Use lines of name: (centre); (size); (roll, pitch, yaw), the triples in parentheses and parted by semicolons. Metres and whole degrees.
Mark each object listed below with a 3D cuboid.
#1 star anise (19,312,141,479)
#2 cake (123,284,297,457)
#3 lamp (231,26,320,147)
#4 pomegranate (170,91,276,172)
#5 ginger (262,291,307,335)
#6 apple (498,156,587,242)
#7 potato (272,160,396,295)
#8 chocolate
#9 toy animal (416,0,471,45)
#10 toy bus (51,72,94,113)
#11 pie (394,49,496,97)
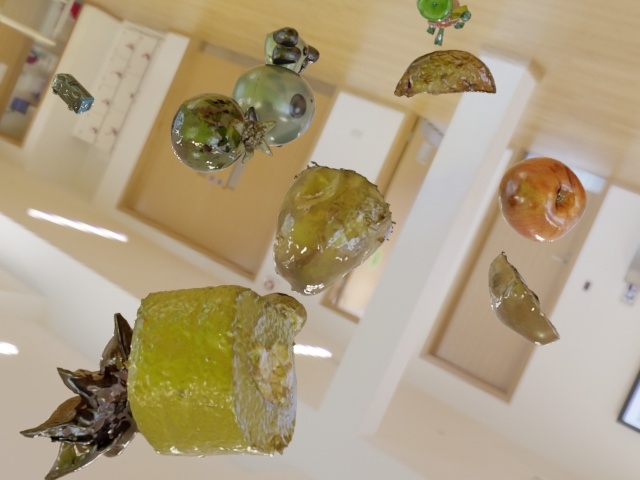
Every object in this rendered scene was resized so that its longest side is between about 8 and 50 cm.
star anise: (-0.253, 0.212, 1.052); (0.103, 0.272, 0.272); (30, -176, 23)
cake: (-0.113, 0.161, 0.940); (0.156, 0.179, 0.260); (-4, 160, 17)
lamp: (-0.091, -0.324, 1.748); (0.198, 0.243, 0.198); (18, 179, 0)
pomegranate: (-0.177, -0.177, 1.395); (0.169, 0.148, 0.148); (32, -174, 33)
ginger: (-0.109, 0.166, 1.667); (0.109, 0.116, 0.263); (44, 151, -14)
apple: (0.530, -0.097, 1.936); (0.209, 0.209, 0.164); (23, 168, -29)
potato: (0.000, 0.000, 1.904); (0.301, 0.237, 0.288); (20, 149, 25)
chocolate: (0.372, 0.119, 1.558); (0.161, 0.083, 0.261); (54, -168, -6)
toy animal: (0.250, -0.448, 1.617); (0.103, 0.100, 0.208); (27, -178, 11)
toy bus: (-0.477, -0.284, 1.562); (0.083, 0.038, 0.046); (45, -143, 12)
pie: (0.228, -0.308, 1.502); (0.191, 0.088, 0.033); (0, -155, 12)
